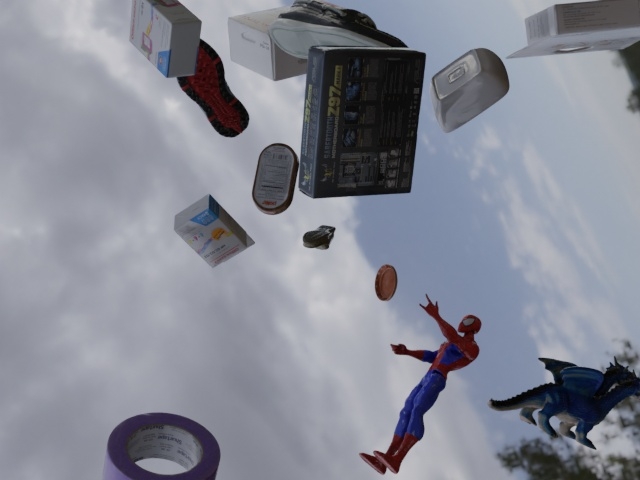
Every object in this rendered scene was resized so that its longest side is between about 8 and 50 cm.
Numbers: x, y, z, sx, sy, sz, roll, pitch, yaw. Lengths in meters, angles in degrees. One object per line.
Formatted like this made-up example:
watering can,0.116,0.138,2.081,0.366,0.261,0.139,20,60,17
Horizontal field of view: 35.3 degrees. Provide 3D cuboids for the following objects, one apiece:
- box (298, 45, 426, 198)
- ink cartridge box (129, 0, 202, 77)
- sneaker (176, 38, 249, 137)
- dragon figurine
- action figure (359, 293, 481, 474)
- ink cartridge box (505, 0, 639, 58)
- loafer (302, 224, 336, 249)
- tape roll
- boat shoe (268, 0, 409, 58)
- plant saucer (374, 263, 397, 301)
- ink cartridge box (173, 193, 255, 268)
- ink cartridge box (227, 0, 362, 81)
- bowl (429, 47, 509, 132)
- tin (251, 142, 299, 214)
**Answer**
box,0.064,-0.186,1.576,0.059,0.183,0.232,32,122,57
ink cartridge box,-0.227,-0.304,1.458,0.052,0.088,0.122,-14,-137,-33
sneaker,-0.254,-0.337,2.154,0.125,0.104,0.262,49,169,47
dragon figurine,0.373,0.225,1.522,0.289,0.144,0.085,20,179,-20
action figure,0.137,0.197,1.502,0.139,0.091,0.280,44,-113,-5
ink cartridge box,0.567,-0.446,2.102,0.261,0.296,0.066,179,84,-77
loafer,0.000,0.000,2.406,0.148,0.056,0.050,-27,-59,-63
tape roll,-0.266,0.377,1.677,0.189,0.189,0.080,-68,-7,-62
boat shoe,0.042,-0.365,1.759,0.091,0.302,0.114,-55,-34,-18
plant saucer,0.148,0.095,2.243,0.013,0.083,0.083,9,-125,-29
ink cartridge box,-0.241,-0.009,2.319,0.181,0.104,0.061,47,-159,-33
ink cartridge box,-0.057,-0.493,2.449,0.283,0.207,0.117,-20,-56,-31
bowl,0.243,-0.264,1.702,0.053,0.142,0.142,45,-155,-29
tin,-0.117,-0.160,2.575,0.040,0.106,0.189,52,-134,-70
